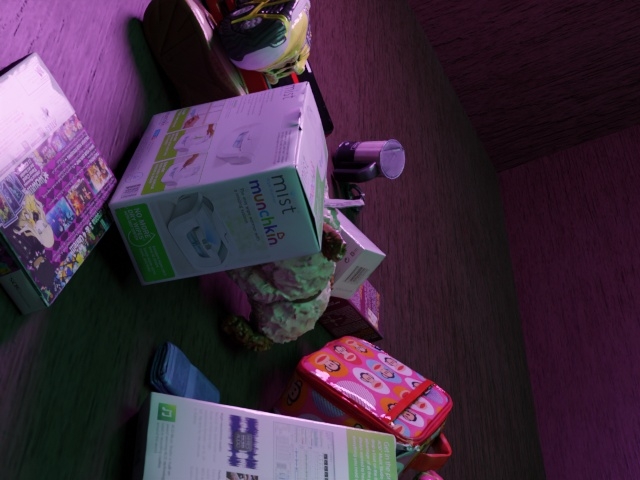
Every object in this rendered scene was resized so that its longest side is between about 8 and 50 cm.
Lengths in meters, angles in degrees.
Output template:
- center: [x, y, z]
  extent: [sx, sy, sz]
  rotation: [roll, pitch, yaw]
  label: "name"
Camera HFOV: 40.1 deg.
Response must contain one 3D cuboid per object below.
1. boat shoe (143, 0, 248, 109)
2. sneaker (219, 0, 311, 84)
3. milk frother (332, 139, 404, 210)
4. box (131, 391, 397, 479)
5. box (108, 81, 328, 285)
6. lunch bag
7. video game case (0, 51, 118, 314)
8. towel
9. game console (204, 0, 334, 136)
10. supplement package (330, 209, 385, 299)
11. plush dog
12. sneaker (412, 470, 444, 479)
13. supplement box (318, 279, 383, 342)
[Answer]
- center: [-0.156, -0.219, 1.359]
  extent: [0.342, 0.123, 0.123]
  rotation: [64, 23, -1]
  label: "boat shoe"
- center: [-0.065, -0.327, 1.415]
  extent: [0.385, 0.145, 0.147]
  rotation: [-82, 153, -65]
  label: "sneaker"
- center: [0.110, -0.140, 1.910]
  extent: [0.143, 0.134, 0.129]
  rotation: [52, 59, -35]
  label: "milk frother"
- center: [-0.056, 0.313, 0.995]
  extent: [0.322, 0.058, 0.232]
  rotation: [14, 50, -19]
  label: "box"
- center: [-0.116, -0.083, 1.119]
  extent: [0.262, 0.231, 0.127]
  rotation: [-87, 164, -58]
  label: "box"
- center: [0.088, 0.270, 1.371]
  extent: [0.258, 0.120, 0.293]
  rotation: [32, 14, 15]
  label: "lunch bag"
- center: [-0.313, -0.069, 0.945]
  extent: [0.210, 0.042, 0.232]
  rotation: [62, 23, -24]
  label: "video game case"
- center: [-0.171, 0.184, 1.102]
  extent: [0.119, 0.029, 0.067]
  rotation: [54, 27, -36]
  label: "towel"
- center: [-0.099, -0.364, 1.715]
  extent: [0.342, 0.060, 0.387]
  rotation: [-42, 112, -71]
  label: "game console"
- center: [0.000, 0.000, 1.465]
  extent: [0.179, 0.105, 0.105]
  rotation: [45, 12, 24]
  label: "supplement package"
- center: [-0.042, 0.047, 1.273]
  extent: [0.262, 0.210, 0.225]
  rotation: [-32, 138, -37]
  label: "plush dog"
- center: [0.177, 0.522, 1.516]
  extent: [0.185, 0.202, 0.483]
  rotation: [40, -8, 26]
  label: "sneaker"
- center: [0.039, 0.106, 1.606]
  extent: [0.188, 0.080, 0.104]
  rotation: [49, 30, -43]
  label: "supplement box"
